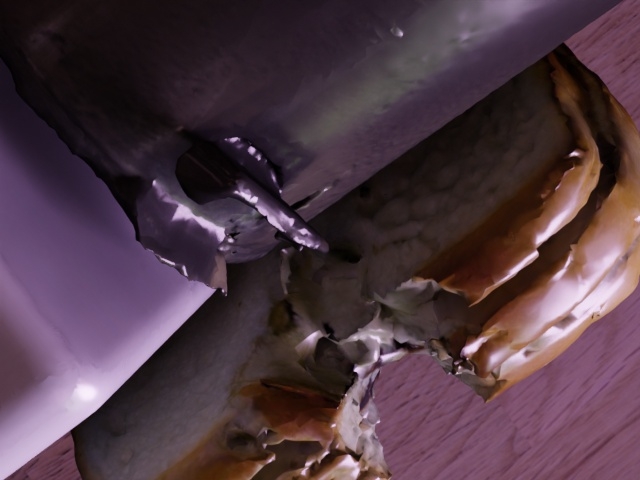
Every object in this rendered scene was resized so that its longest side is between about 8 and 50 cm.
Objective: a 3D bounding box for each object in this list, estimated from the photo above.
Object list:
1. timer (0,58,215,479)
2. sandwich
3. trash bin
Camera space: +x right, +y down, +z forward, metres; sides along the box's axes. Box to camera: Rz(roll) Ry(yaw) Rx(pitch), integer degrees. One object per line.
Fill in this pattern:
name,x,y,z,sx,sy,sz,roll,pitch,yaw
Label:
timer,-0.180,0.010,0.636,0.195,0.192,0.194,-37,-176,17
sandwich,0.001,0.001,0.758,0.273,0.095,0.249,-39,-145,7
trash bin,0.034,-0.154,0.619,0.301,0.203,0.252,-36,-134,18
